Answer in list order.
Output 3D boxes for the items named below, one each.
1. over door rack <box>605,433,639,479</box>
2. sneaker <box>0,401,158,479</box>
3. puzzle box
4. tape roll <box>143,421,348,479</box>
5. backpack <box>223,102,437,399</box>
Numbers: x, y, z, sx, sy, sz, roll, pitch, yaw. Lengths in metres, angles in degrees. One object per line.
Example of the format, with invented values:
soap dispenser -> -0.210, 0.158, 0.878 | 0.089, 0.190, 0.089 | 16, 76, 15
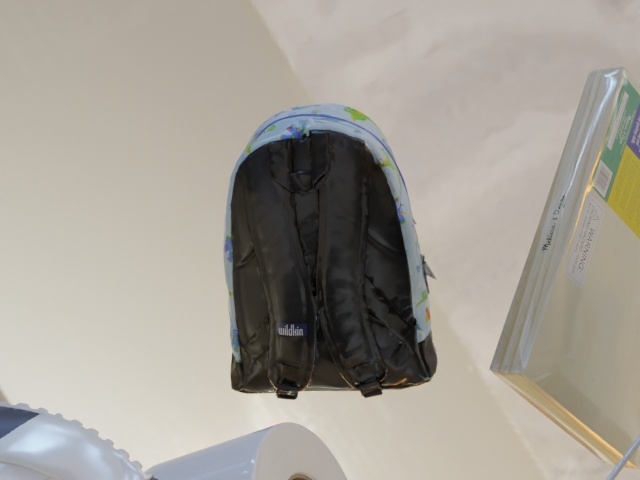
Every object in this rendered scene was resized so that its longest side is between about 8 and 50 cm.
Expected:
over door rack -> 0.398, 0.258, 1.143 | 0.240, 0.324, 0.108 | 17, -48, 46
sneaker -> -0.154, 0.124, 0.397 | 0.235, 0.153, 0.094 | 23, -34, 20
puzzle box -> 0.354, 0.034, 1.397 | 0.052, 0.408, 0.272 | -1, -32, 47
tape roll -> -0.075, 0.334, 1.247 | 0.169, 0.246, 0.246 | -22, -82, 22
backpack -> 0.000, 0.000, 1.537 | 0.290, 0.273, 0.355 | -6, -58, 12
